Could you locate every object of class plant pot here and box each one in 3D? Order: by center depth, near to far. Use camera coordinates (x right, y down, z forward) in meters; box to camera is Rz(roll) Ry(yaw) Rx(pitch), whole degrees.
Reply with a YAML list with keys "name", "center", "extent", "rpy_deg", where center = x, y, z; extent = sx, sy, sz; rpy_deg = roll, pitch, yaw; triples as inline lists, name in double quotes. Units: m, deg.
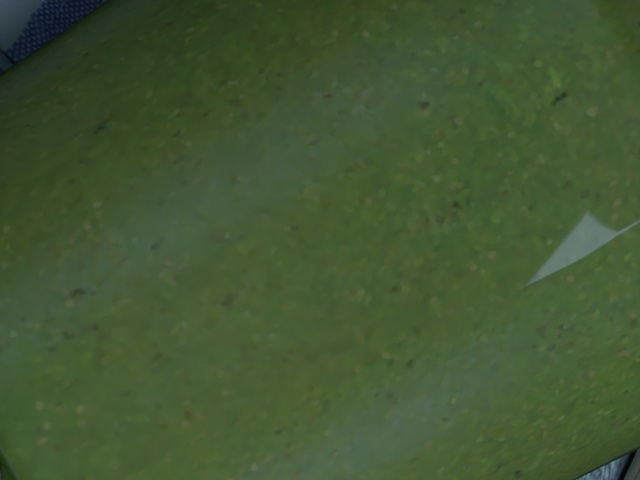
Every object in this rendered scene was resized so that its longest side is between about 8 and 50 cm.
- name: "plant pot"
  center: [0.000, 0.000, 0.455]
  extent: [0.253, 0.276, 0.276]
  rpy_deg: [-30, 121, -16]

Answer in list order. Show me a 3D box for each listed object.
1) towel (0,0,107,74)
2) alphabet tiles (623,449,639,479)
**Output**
- name: "towel"
  center: [-0.115, -0.210, 0.466]
  extent: [0.209, 0.034, 0.285]
  rpy_deg: [-55, 132, -31]
- name: "alphabet tiles"
  center: [0.289, 0.217, 1.020]
  extent: [0.278, 0.021, 0.284]
  rpy_deg: [-58, 134, -28]
